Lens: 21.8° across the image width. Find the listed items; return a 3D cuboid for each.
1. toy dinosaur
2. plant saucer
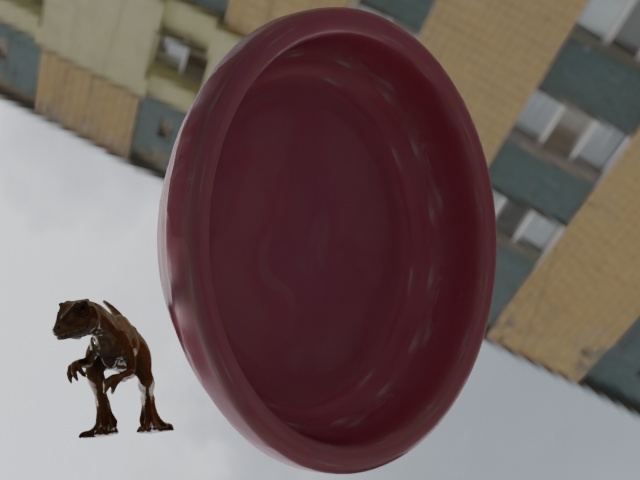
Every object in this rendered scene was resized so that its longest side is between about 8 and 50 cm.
[{"bbox_3d":[-0.139,0.082,1.180,0.064,0.211,0.112,-6,-99,1],"label":"toy dinosaur"},{"bbox_3d":[0.000,0.000,1.204,0.332,0.084,0.332,1,-91,-48],"label":"plant saucer"}]
